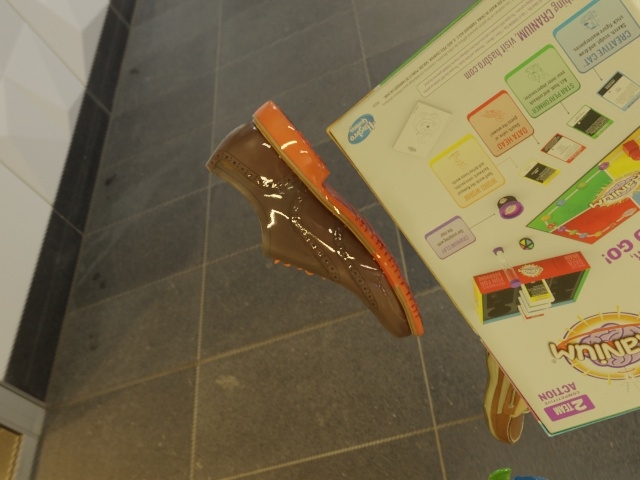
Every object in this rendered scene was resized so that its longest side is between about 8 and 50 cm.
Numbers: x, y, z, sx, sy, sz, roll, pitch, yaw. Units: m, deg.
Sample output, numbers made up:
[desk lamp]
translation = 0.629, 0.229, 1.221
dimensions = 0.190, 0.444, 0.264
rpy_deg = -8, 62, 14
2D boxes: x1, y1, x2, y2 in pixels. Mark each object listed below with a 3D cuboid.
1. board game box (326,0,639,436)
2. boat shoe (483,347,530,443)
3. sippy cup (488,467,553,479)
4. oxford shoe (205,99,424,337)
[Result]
[board game box]
translation = 0.187, -0.028, 0.480
dimensions = 0.242, 0.316, 0.064
rpy_deg = -34, 3, 38
[boat shoe]
translation = 0.445, 0.335, 1.466
dimensions = 0.120, 0.323, 0.123
rpy_deg = 14, 36, 37
[sippy cup]
translation = 0.472, 0.651, 1.428
dimensions = 0.306, 0.224, 0.240
rpy_deg = 17, 41, 39
[oxford shoe]
translation = 0.000, 0.000, 0.634
dimensions = 0.098, 0.271, 0.097
rpy_deg = -37, 8, 4
